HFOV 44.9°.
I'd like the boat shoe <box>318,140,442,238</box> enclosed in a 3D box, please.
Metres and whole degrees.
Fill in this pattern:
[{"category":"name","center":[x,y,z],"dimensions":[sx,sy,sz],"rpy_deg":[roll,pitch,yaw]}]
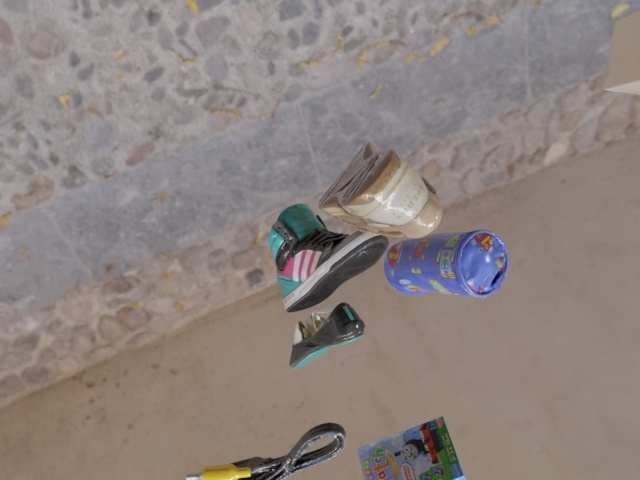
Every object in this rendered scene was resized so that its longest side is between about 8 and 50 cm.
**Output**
[{"category":"boat shoe","center":[0.079,-0.056,1.066],"dimensions":[0.110,0.341,0.122],"rpy_deg":[37,94,-9]}]

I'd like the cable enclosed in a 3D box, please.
[{"category":"cable","center":[-0.077,0.402,1.308],"dimensions":[0.287,0.072,0.140],"rpy_deg":[-20,117,16]}]

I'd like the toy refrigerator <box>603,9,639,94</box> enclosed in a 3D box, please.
[{"category":"toy refrigerator","center":[0.467,-0.253,1.020],"dimensions":[0.094,0.269,0.102],"rpy_deg":[8,96,2]}]

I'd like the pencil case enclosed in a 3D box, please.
[{"category":"pencil case","center":[0.240,0.051,1.502],"dimensions":[0.133,0.306,0.119],"rpy_deg":[43,73,-14]}]

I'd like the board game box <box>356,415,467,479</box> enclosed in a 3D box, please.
[{"category":"board game box","center":[0.197,0.493,1.697],"dimensions":[0.211,0.160,0.039],"rpy_deg":[-23,130,7]}]

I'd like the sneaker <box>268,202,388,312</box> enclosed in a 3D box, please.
[{"category":"sneaker","center":[0.000,0.000,1.453],"dimensions":[0.123,0.179,0.295],"rpy_deg":[-7,158,-41]}]

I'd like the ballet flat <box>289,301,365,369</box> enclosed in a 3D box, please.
[{"category":"ballet flat","center":[0.003,0.201,1.686],"dimensions":[0.095,0.096,0.280],"rpy_deg":[-18,168,-38]}]
